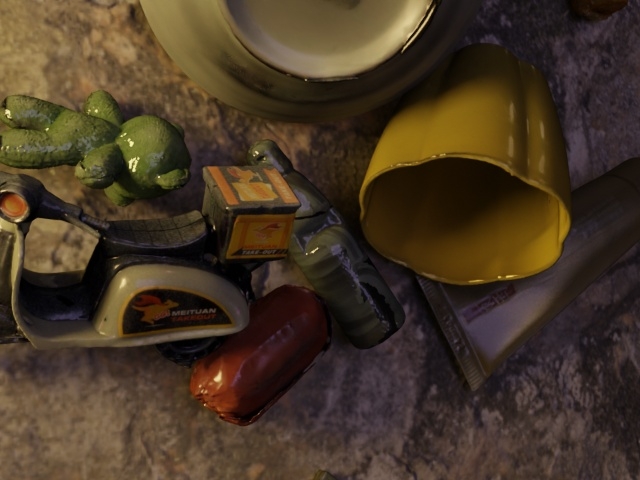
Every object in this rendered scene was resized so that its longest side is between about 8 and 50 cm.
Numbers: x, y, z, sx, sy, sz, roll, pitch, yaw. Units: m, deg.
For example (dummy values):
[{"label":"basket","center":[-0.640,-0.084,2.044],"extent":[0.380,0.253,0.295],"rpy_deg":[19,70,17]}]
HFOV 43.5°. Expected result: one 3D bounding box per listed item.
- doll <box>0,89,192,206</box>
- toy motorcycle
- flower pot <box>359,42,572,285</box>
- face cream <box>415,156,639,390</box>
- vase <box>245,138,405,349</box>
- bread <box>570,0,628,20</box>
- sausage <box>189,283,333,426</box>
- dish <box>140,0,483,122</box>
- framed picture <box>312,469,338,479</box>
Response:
[{"label":"doll","center":[-0.177,-0.071,0.629],"extent":[0.150,0.077,0.115],"rpy_deg":[13,37,-19]},{"label":"toy motorcycle","center":[-0.157,0.018,0.575],"extent":[0.263,0.091,0.157],"rpy_deg":[-2,124,-27]},{"label":"flower pot","center":[0.144,-0.079,0.766],"extent":[0.195,0.195,0.179],"rpy_deg":[33,52,-24]},{"label":"face cream","center":[0.258,0.016,0.882],"extent":[0.341,0.084,0.137],"rpy_deg":[-31,99,-25]},{"label":"vase","center":[0.000,0.000,0.725],"extent":[0.060,0.060,0.211],"rpy_deg":[-40,104,-31]},{"label":"bread","center":[0.343,-0.346,1.009],"extent":[0.074,0.053,0.132],"rpy_deg":[-10,87,-37]},{"label":"sausage","center":[-0.047,0.094,0.673],"extent":[0.141,0.076,0.076],"rpy_deg":[-43,105,-28]},{"label":"dish","center":[0.001,-0.219,0.626],"extent":[0.316,0.316,0.106],"rpy_deg":[34,24,-23]},{"label":"framed picture","center":[0.003,0.327,0.697],"extent":[0.150,0.015,0.203],"rpy_deg":[42,62,-19]}]
